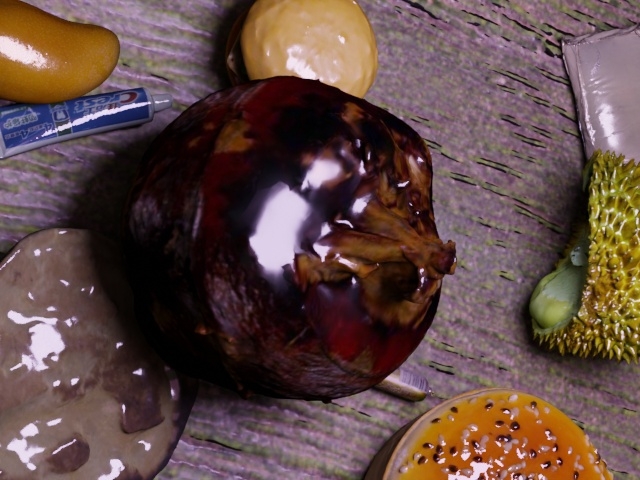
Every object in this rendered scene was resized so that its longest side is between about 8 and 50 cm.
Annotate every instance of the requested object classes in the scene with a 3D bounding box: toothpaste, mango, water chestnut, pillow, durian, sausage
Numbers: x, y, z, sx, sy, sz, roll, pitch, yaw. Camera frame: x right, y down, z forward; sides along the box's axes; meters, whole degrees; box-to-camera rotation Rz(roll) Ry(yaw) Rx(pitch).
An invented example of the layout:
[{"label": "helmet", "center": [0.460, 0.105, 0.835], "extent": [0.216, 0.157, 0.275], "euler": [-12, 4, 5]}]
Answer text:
[{"label": "toothpaste", "center": [-0.242, -0.124, 1.513], "extent": [0.197, 0.035, 0.057], "euler": [-13, 76, -23]}, {"label": "mango", "center": [-0.287, -0.184, 1.473], "extent": [0.184, 0.085, 0.102], "euler": [6, 79, -34]}, {"label": "water chestnut", "center": [0.000, 0.000, 1.432], "extent": [0.335, 0.347, 0.335], "euler": [7, 80, -46]}, {"label": "pillow", "center": [0.356, -0.149, 1.767], "extent": [0.119, 0.053, 0.208], "euler": [-10, 90, -18]}, {"label": "durian", "center": [0.338, 0.023, 1.666], "extent": [0.176, 0.200, 0.237], "euler": [12, 90, -18]}, {"label": "sausage", "center": [0.009, 0.121, 1.605], "extent": [0.269, 0.033, 0.033], "euler": [22, 77, -21]}]

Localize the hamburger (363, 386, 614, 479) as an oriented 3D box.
[{"label": "hamburger", "center": [0.184, 0.305, 1.592], "extent": [0.300, 0.176, 0.300], "euler": [2, 84, -22]}]

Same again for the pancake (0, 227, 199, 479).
[{"label": "pancake", "center": [-0.242, 0.130, 1.447], "extent": [0.294, 0.049, 0.294], "euler": [0, 90, -42]}]

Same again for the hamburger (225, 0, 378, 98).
[{"label": "hamburger", "center": [-0.022, -0.195, 1.570], "extent": [0.162, 0.115, 0.162], "euler": [3, 83, -25]}]

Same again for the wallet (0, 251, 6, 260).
[{"label": "wallet", "center": [-0.456, 0.061, 1.380], "extent": [0.360, 0.083, 0.252], "euler": [31, 70, -19]}]
